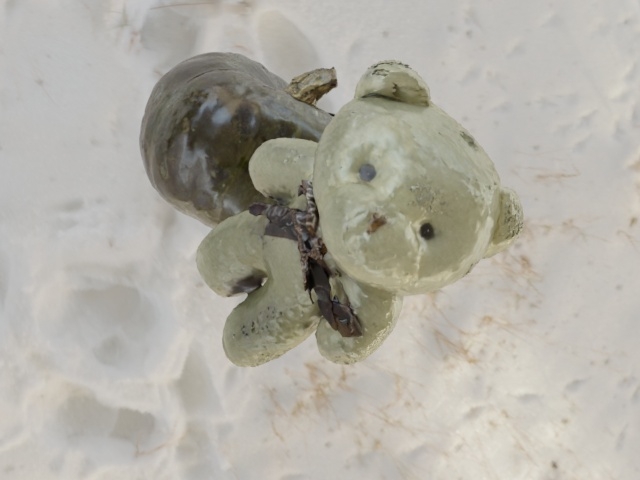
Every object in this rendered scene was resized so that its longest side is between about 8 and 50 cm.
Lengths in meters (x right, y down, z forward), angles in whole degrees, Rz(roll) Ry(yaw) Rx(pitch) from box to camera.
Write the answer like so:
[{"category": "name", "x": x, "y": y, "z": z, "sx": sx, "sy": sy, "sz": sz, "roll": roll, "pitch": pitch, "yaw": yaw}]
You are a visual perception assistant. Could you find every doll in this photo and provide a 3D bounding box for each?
[{"category": "doll", "x": 0.002, "y": 0.004, "z": 0.691, "sx": 0.278, "sy": 0.149, "sz": 0.175, "roll": -35, "pitch": 101, "yaw": 33}]

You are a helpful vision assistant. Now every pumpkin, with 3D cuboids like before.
[{"category": "pumpkin", "x": -0.083, "y": -0.127, "z": 1.073, "sx": 0.232, "sy": 0.325, "sz": 0.242, "roll": 22, "pitch": 101, "yaw": -55}]
